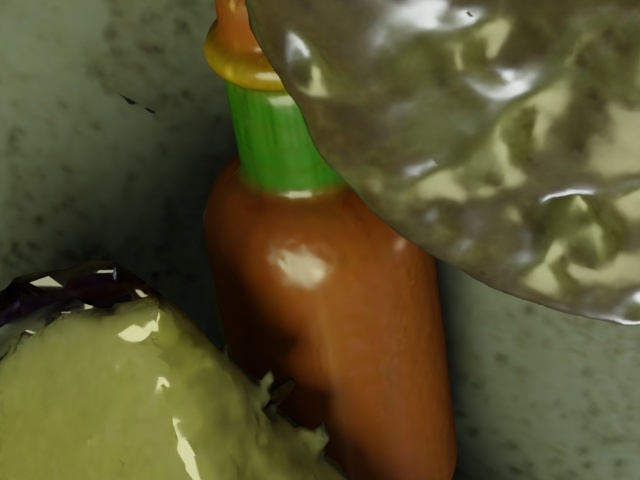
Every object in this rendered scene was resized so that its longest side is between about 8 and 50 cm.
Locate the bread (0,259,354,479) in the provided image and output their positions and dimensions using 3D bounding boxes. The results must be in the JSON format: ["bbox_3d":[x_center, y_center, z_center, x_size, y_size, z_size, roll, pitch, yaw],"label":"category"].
[{"bbox_3d":[-0.048,0.184,0.711,0.346,0.242,0.404,-14,101,38],"label":"bread"}]

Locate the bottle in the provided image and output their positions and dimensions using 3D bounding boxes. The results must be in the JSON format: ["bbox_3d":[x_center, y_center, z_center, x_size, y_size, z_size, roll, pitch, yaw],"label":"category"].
[{"bbox_3d":[0.000,0.000,0.563,0.069,0.069,0.187,8,129,20],"label":"bottle"}]

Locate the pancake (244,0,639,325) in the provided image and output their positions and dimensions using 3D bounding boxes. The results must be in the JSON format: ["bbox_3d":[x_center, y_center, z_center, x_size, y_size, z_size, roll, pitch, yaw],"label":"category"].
[{"bbox_3d":[0.083,-0.080,0.457,0.222,0.042,0.236,-27,119,27],"label":"pancake"}]
